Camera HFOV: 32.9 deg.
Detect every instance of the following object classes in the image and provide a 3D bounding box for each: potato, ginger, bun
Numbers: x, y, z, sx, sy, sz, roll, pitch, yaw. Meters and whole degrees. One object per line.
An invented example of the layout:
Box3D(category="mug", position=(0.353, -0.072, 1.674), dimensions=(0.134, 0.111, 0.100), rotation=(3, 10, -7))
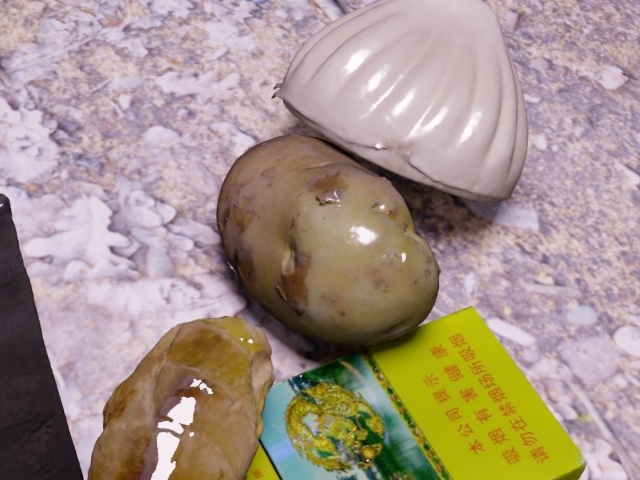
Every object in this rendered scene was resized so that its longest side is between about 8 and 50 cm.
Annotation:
Box3D(category="potato", position=(0.000, 0.000, 0.992), dimensions=(0.165, 0.165, 0.262), rotation=(-23, 33, -25))
Box3D(category="ginger", position=(-0.114, 0.174, 0.816), dimensions=(0.116, 0.109, 0.263), rotation=(36, 53, -33))
Box3D(category="bun", position=(0.104, -0.164, 1.073), dimensions=(0.263, 0.175, 0.263), rotation=(24, 16, -7))

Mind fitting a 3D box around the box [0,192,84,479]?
Box3D(category="box", position=(-0.341, 0.083, 0.762), dimensions=(0.251, 0.345, 0.204), rotation=(-27, 53, -26))

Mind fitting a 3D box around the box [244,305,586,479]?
Box3D(category="box", position=(0.037, 0.187, 0.919), dimensions=(0.335, 0.047, 0.187), rotation=(-19, 56, -22))
